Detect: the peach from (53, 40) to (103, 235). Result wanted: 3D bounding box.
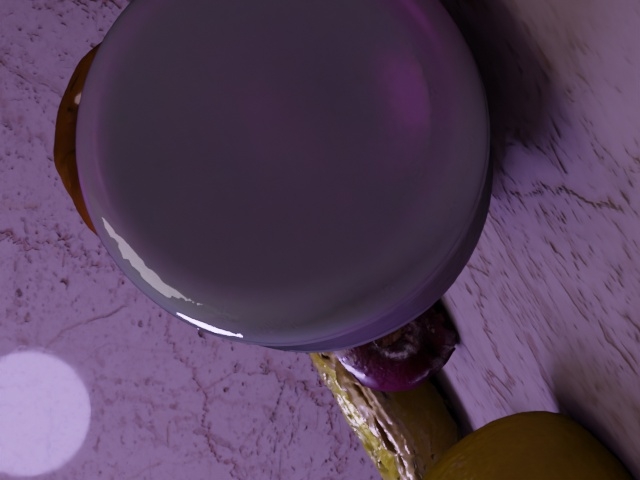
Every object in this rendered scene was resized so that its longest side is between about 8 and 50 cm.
[{"bbox_3d":[-0.198,-0.132,1.759,0.343,0.301,0.343,-25,60,54],"label":"peach"}]

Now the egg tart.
[{"bbox_3d":[0.103,0.235,1.836,0.345,0.132,0.345,58,175,8],"label":"egg tart"}]

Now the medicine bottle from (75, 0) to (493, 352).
[{"bbox_3d":[-0.007,-0.046,0.839,0.241,0.241,0.302,59,-176,10],"label":"medicine bottle"}]

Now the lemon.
[{"bbox_3d":[0.169,0.278,1.072,0.240,0.219,0.240,56,169,16],"label":"lemon"}]

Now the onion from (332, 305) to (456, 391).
[{"bbox_3d":[0.062,0.081,1.487,0.195,0.140,0.218,53,178,-4],"label":"onion"}]
